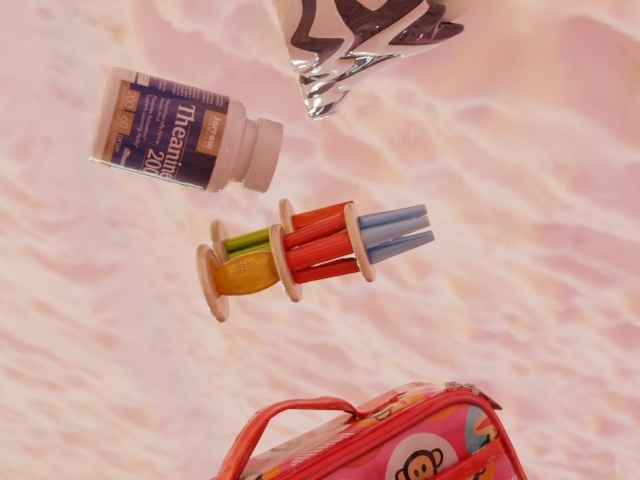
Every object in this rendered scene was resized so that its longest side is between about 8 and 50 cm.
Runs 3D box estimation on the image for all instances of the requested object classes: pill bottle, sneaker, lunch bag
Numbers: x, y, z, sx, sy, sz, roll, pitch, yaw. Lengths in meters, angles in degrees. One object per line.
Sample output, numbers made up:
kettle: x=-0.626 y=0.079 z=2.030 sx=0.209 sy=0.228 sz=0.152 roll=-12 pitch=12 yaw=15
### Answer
pill bottle: x=-0.089 y=-0.069 z=0.853 sx=0.120 sy=0.067 sz=0.067 roll=14 pitch=158 yaw=-11
sneaker: x=0.048 y=-0.164 z=0.967 sx=0.153 sy=0.094 sz=0.235 roll=-16 pitch=167 yaw=3
lunch bag: x=0.023 y=0.235 z=0.975 sx=0.120 sy=0.293 sz=0.258 roll=3 pitch=117 yaw=67

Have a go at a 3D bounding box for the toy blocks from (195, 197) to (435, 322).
toy blocks: x=0.000 y=0.000 z=0.848 sx=0.148 sy=0.123 sz=0.054 roll=-15 pitch=103 yaw=7
